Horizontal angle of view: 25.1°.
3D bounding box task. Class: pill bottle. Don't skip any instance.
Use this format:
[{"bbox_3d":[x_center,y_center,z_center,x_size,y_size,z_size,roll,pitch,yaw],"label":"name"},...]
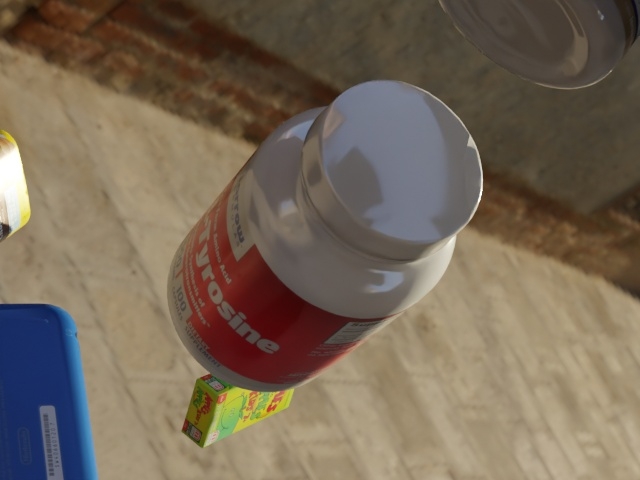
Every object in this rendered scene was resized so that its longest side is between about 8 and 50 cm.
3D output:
[{"bbox_3d":[0.000,0.000,1.519,0.229,0.408,0.229,10,64,-20],"label":"pill bottle"},{"bbox_3d":[0.208,-0.247,1.016,0.153,0.264,0.153,34,-21,14],"label":"pill bottle"}]

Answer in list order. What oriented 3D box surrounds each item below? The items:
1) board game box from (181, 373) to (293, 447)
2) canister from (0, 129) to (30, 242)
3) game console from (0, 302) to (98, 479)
[{"bbox_3d":[-0.105,0.211,1.982,0.043,0.092,0.181,34,32,28],"label":"board game box"},{"bbox_3d":[-0.379,-0.035,1.498,0.170,0.073,0.126,-50,138,-58],"label":"canister"},{"bbox_3d":[-0.309,0.209,1.105,0.250,0.173,0.293,0,48,-19],"label":"game console"}]
